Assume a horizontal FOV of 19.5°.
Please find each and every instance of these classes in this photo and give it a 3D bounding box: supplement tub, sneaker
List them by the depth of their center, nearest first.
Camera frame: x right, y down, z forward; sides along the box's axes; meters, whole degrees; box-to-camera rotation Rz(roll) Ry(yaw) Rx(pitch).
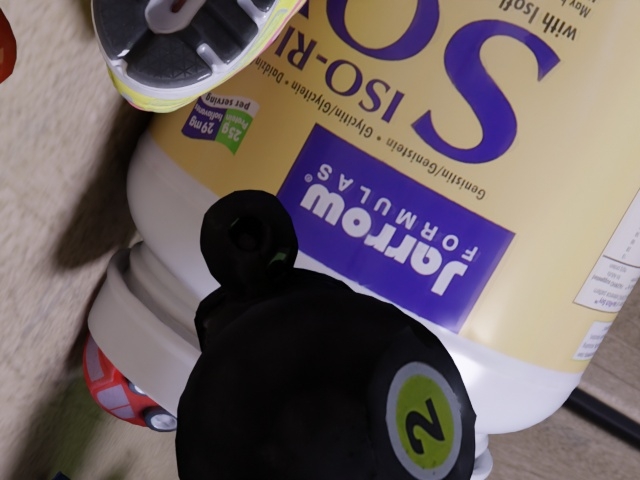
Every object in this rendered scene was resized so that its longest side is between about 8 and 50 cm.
[{"bbox_3d":[-0.023,-0.133,0.732,0.208,0.081,0.094,-50,178,-19],"label":"sneaker"},{"bbox_3d":[0.056,-0.060,0.873,0.331,0.241,0.241,-61,173,9],"label":"supplement tub"}]

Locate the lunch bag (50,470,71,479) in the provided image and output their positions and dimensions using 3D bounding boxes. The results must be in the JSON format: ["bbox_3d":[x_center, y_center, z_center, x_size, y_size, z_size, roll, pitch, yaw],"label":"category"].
[{"bbox_3d":[-0.156,0.183,1.095,0.067,0.065,0.098,-64,179,11],"label":"lunch bag"}]

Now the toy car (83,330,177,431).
[{"bbox_3d":[-0.090,0.132,1.073,0.239,0.053,0.224,5,82,-83],"label":"toy car"}]

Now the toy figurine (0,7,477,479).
[{"bbox_3d":[-0.094,0.058,0.405,0.209,0.213,0.148,-56,-173,-1],"label":"toy figurine"}]
